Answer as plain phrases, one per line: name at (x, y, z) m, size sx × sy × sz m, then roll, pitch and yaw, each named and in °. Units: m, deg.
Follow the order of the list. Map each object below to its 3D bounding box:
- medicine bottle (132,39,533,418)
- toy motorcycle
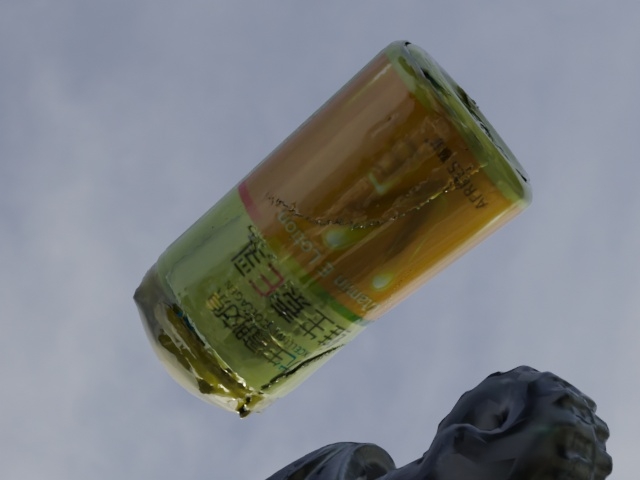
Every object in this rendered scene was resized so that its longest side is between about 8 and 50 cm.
medicine bottle at (0.000, 0.000, 0.965) m, size 0.239 × 0.124 × 0.124 m, roll -41°, pitch -58°, yaw 11°
toy motorcycle at (0.011, 0.167, 0.560) m, size 0.106 × 0.159 × 0.270 m, roll 36°, pitch -117°, yaw -34°
